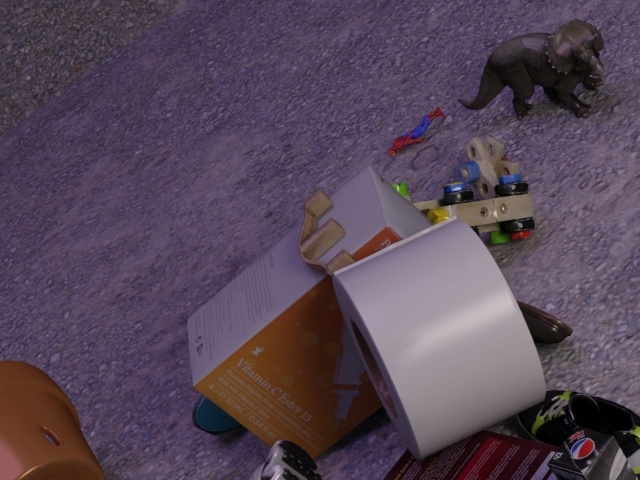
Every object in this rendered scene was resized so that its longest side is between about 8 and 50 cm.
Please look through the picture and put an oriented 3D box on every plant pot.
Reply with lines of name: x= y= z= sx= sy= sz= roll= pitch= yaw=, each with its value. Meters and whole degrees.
plant pot: x=-0.439 y=0.345 z=2.161 sx=0.291 sy=0.291 sz=0.203 roll=-44 pitch=48 yaw=-16

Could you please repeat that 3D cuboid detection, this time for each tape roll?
tape roll: x=0.138 y=0.117 z=1.796 sx=0.169 sy=0.246 sz=0.246 roll=-25 pitch=29 yaw=-5

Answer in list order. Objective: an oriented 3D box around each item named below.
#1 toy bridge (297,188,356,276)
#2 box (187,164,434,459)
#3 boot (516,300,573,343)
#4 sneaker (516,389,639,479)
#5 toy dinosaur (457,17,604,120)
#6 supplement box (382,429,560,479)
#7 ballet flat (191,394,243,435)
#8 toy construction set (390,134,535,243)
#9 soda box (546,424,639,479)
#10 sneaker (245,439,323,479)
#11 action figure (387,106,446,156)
toy bridge: x=0.000 y=0.000 z=1.921 sx=0.063 sy=0.026 sz=0.188 roll=-43 pitch=28 yaw=12
box: x=0.018 y=0.106 z=2.023 sx=0.345 sy=0.215 sz=0.168 roll=-40 pitch=28 yaw=16
boot: x=0.234 y=0.139 z=1.985 sx=0.219 sy=0.082 sz=0.106 roll=3 pitch=58 yaw=56
sneaker: x=0.312 y=0.205 z=1.774 sx=0.084 sy=0.097 sz=0.234 roll=-45 pitch=32 yaw=-20
toy dinosaur: x=0.345 y=-0.273 z=2.370 sx=0.313 sy=0.160 sz=0.121 roll=3 pitch=46 yaw=45
supplement box: x=0.192 y=0.296 z=1.784 sx=0.239 sy=0.073 sz=0.130 roll=8 pitch=48 yaw=48
ballet flat: x=-0.088 y=0.197 z=2.215 sx=0.247 sy=0.083 sz=0.087 roll=-40 pitch=6 yaw=-11
toy construction set: x=0.183 y=-0.043 z=2.196 sx=0.327 sy=0.151 sz=0.215 roll=-26 pitch=8 yaw=-31
soda box: x=0.308 y=0.275 z=1.603 sx=0.060 sy=0.169 sz=0.053 roll=-47 pitch=33 yaw=-21
sneaker: x=-0.064 y=0.386 z=1.895 sx=0.118 sy=0.110 sz=0.292 roll=-36 pitch=24 yaw=24
action figure: x=0.161 y=-0.179 z=2.548 sx=0.115 sy=0.030 sz=0.038 roll=-35 pitch=24 yaw=8
